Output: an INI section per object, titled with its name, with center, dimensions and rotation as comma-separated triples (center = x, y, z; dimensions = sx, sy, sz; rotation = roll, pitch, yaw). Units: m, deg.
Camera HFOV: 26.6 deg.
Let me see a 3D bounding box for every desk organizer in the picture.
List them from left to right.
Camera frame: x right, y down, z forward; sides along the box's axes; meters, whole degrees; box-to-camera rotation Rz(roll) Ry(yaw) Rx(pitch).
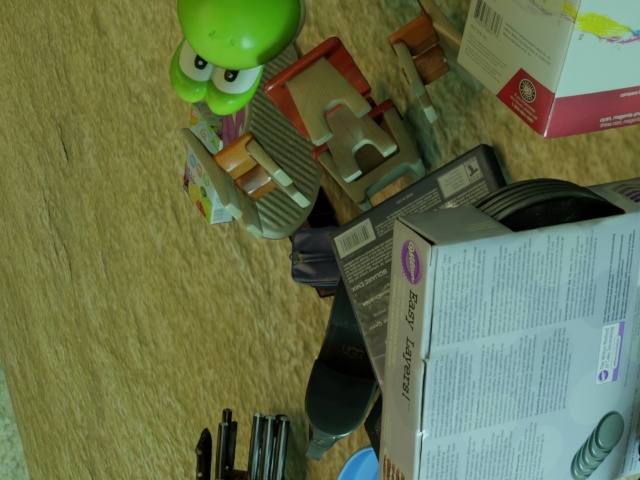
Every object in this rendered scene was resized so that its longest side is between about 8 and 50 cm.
[desk organizer]
center = 0.000, 0.000, 1.598
dimensions = 0.130, 0.047, 0.050
rotation = 62, 146, 31

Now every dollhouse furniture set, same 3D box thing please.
[dollhouse furniture set]
center = 0.013, -0.128, 1.313
dimensions = 0.135, 0.262, 0.259
rotation = 57, -176, 19

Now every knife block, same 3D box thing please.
[knife block]
center = -0.082, 0.366, 1.810
dimensions = 0.275, 0.242, 0.088
rotation = 51, -172, -6

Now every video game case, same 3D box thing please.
[video game case]
center = 0.125, 0.072, 1.284
dimensions = 0.196, 0.026, 0.274
rotation = -30, 67, 29

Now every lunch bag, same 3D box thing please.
[lunch bag]
center = 0.012, 0.019, 1.504
dimensions = 0.098, 0.065, 0.067
rotation = -4, 79, 23

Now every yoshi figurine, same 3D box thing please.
[yoshi figurine]
center = -0.038, -0.294, 1.264
dimensions = 0.203, 0.203, 0.362
rotation = 18, 84, 31

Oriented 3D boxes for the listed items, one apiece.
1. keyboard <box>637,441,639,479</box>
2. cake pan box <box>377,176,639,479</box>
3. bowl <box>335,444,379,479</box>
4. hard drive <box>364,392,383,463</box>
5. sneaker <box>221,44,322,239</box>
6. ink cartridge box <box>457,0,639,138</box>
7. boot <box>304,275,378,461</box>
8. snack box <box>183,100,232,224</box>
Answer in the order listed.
[keyboard]
center = 0.288, 0.184, 1.075
dimensions = 0.180, 0.023, 0.108
rotation = -62, 27, 29
[cake pan box]
center = 0.169, 0.085, 1.078
dimensions = 0.070, 0.246, 0.267
rotation = 36, 131, 53
[bowl]
center = 0.131, 0.403, 1.455
dimensions = 0.391, 0.077, 0.391
rotation = 31, 126, 56
[hard drive]
center = 0.087, 0.211, 1.357
dimensions = 0.135, 0.022, 0.094
rotation = -112, 34, -40
[sneaker]
center = -0.065, -0.099, 1.614
dimensions = 0.161, 0.102, 0.282
rotation = 116, 156, -55
[ink cartridge box]
center = 0.204, -0.191, 1.036
dimensions = 0.128, 0.127, 0.176
rotation = 52, 143, 43
[boot]
center = 0.041, 0.114, 1.479
dimensions = 0.263, 0.091, 0.229
rotation = -62, -4, -9
[snack box]
center = -0.150, -0.107, 1.861
dimensions = 0.100, 0.037, 0.141
rotation = 50, 141, 42
